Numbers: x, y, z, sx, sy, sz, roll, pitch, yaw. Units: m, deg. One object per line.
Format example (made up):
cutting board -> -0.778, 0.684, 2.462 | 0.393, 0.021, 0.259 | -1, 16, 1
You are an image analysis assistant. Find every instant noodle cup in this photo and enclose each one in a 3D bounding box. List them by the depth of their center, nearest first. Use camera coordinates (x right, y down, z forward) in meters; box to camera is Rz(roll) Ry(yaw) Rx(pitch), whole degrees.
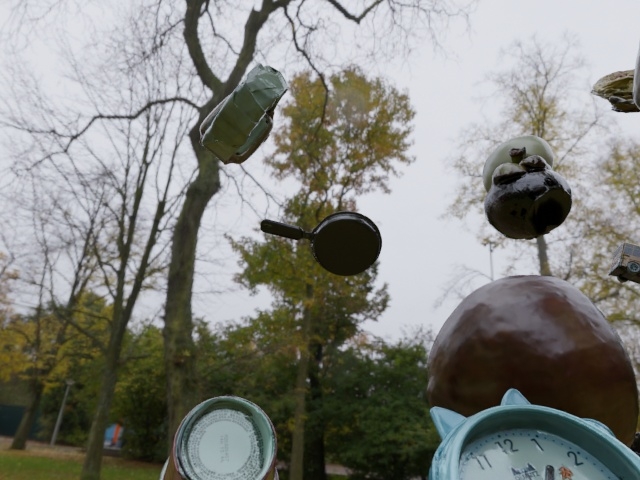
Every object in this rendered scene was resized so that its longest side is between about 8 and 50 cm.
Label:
instant noodle cup -> -0.171, 0.401, 0.879 | 0.244, 0.244, 0.255 | 10, -43, -7

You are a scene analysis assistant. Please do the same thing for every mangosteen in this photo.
mangosteen -> 0.646, -0.143, 1.569 | 0.288, 0.233, 0.287 | -5, -65, -10

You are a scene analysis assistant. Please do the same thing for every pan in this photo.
pan -> 0.000, 0.000, 0.936 | 0.235, 0.028, 0.136 | 12, -65, -1

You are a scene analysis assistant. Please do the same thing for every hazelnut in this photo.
hazelnut -> 0.407, 0.276, 0.990 | 0.421, 0.420, 0.353 | 20, 0, -28

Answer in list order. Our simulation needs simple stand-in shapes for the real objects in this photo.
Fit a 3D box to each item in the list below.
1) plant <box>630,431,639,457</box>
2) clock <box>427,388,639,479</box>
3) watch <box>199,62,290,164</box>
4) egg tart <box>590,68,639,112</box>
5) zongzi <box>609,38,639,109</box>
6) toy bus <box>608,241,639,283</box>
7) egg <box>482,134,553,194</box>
plant -> 0.888, 0.690, 1.466 | 0.182, 0.194, 0.320 | -18, -27, -2
clock -> 0.216, 0.262, 0.469 | 0.224, 0.274, 0.094 | -7, -59, -14
watch -> -0.189, -0.332, 1.301 | 0.162, 0.253, 0.241 | 40, -16, -12
egg tart -> 0.877, -0.416, 1.369 | 0.241, 0.241, 0.106 | -4, -66, 22
zongzi -> 0.776, -0.405, 0.835 | 0.467, 0.218, 0.500 | -31, -29, 14
toy bus -> 0.937, 0.079, 1.416 | 0.182, 0.103, 0.091 | 19, -21, 16
egg -> 0.711, -0.258, 1.799 | 0.219, 0.269, 0.219 | 40, -4, 3
